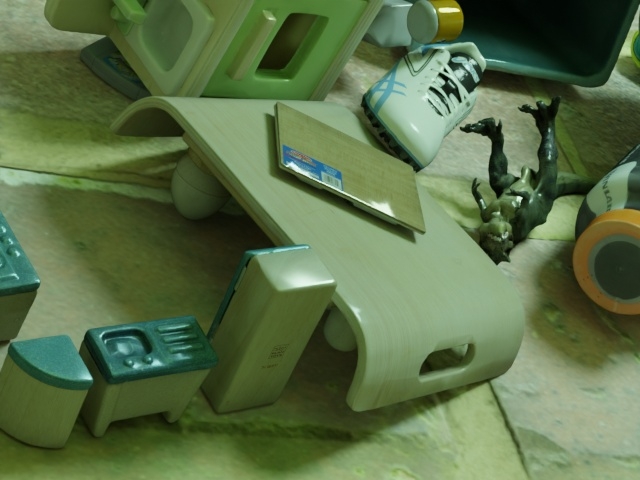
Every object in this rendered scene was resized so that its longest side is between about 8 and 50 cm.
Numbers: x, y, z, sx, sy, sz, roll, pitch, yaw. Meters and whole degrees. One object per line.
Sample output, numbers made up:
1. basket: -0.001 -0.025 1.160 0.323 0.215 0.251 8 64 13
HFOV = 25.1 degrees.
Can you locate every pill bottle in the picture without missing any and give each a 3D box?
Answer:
1. pill bottle: 0.309 -0.022 1.280 0.130 0.130 0.245 37 37 13

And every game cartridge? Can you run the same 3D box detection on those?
1. game cartridge: -0.162 -0.147 1.234 0.083 0.017 0.056 34 40 10

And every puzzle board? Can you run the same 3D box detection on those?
1. puzzle board: 0.021 -0.055 1.110 0.128 0.011 0.096 24 30 -19

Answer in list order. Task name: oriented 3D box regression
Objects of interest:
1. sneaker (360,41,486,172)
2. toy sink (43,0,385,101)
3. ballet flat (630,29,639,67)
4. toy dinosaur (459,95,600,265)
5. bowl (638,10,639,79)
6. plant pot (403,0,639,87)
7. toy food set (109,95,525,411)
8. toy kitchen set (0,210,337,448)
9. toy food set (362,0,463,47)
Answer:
1. sneaker: 0.098 -0.130 1.283 0.085 0.086 0.237 49 24 -9
2. toy sink: -0.083 -0.195 1.203 0.234 0.153 0.131 0 43 -45
3. ballet flat: 0.449 -0.168 1.606 0.231 0.077 0.077 38 8 16
4. toy dinosaur: 0.187 -0.061 1.291 0.268 0.064 0.118 -28 105 -53
5. bowl: 0.422 -0.169 1.461 0.298 0.134 0.298 25 43 -26
6. plant pot: 0.187 -0.338 1.512 0.247 0.248 0.252 6 28 -26
7. toy food set: 0.000 0.000 1.113 0.220 0.092 0.306 -5 47 -52
8. toy kitchen set: -0.129 0.025 0.953 0.207 0.122 0.166 -7 48 -38
9. toy food set: 0.022 -0.242 1.331 0.104 0.111 0.232 -10 27 -34
